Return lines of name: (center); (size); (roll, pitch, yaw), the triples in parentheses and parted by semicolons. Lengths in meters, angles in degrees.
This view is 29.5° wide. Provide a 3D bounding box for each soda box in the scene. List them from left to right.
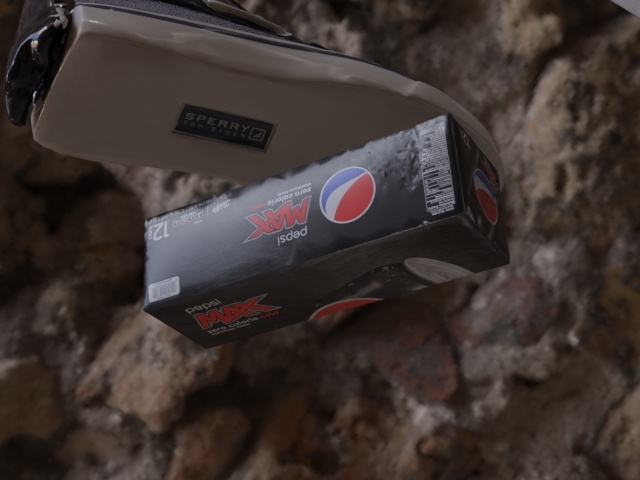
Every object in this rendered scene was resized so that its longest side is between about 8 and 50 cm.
soda box: (0.000, 0.000, 0.576); (0.060, 0.169, 0.053); (40, -140, -51)

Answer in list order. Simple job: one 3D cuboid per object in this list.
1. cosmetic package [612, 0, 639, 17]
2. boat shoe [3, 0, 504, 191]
cosmetic package: (0.232, -0.367, 1.057); (0.156, 0.385, 0.217); (-33, -39, -17)
boat shoe: (-0.039, -0.110, 0.811); (0.127, 0.340, 0.158); (-56, 32, 31)
